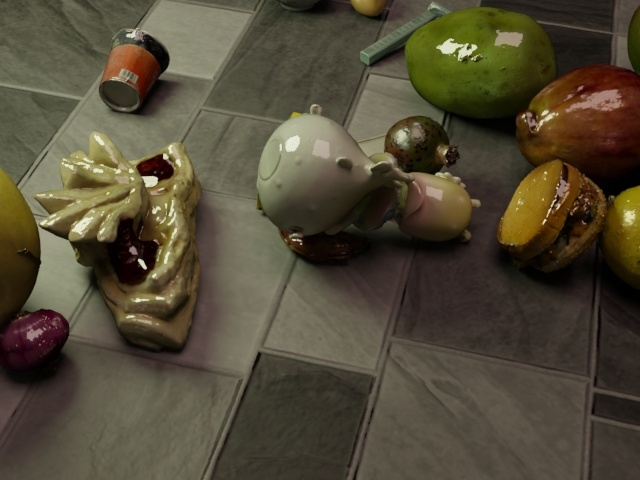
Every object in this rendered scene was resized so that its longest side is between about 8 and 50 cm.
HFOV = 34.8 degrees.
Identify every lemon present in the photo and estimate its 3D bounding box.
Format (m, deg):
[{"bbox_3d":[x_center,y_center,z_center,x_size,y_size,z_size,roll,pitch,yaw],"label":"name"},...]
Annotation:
[{"bbox_3d":[0.544,0.000,1.658,0.173,0.173,0.206,-7,45,-11],"label":"lemon"}]

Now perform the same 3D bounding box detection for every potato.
[{"bbox_3d":[0.314,-0.343,1.988,0.304,0.216,0.216,8,38,38],"label":"potato"}]

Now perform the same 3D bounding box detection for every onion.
[{"bbox_3d":[-0.420,0.152,1.506,0.115,0.115,0.104,-36,99,-35],"label":"onion"}]

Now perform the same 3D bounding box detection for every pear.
[{"bbox_3d":[-0.566,0.010,1.500,0.309,0.309,0.309,1,42,-1],"label":"pear"}]

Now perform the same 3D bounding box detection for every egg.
[{"bbox_3d":[0.110,-0.548,2.308,0.080,0.080,0.096,-21,46,-24],"label":"egg"}]

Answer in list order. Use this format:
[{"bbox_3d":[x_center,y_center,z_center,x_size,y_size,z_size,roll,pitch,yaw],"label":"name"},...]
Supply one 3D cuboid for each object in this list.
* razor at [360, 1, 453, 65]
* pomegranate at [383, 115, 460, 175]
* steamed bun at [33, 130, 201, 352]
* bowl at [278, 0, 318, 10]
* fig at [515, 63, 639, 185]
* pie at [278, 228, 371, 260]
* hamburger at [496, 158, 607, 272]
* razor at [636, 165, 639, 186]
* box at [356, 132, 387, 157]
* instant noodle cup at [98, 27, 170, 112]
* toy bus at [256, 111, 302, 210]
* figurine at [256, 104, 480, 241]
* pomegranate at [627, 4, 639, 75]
[{"bbox_3d":[0.195,-0.453,2.225,0.278,0.056,0.111,-31,53,-32],"label":"razor"},{"bbox_3d":[0.175,-0.166,1.813,0.130,0.130,0.130,1,42,-1],"label":"pomegranate"},{"bbox_3d":[-0.318,-0.036,1.644,0.247,0.189,0.428,-1,43,-2],"label":"steamed bun"},{"bbox_3d":[-0.052,-0.579,2.330,0.189,0.086,0.189,1,41,-1],"label":"bowl"},{"bbox_3d":[0.483,-0.206,1.856,0.263,0.224,0.224,-26,46,0],"label":"fig"},{"bbox_3d":[0.000,0.000,1.732,0.170,0.034,0.092,13,39,11],"label":"pie"},{"bbox_3d":[0.379,-0.030,1.688,0.118,0.191,0.182,34,13,-14],"label":"hamburger"},{"bbox_3d":[0.674,-0.143,1.834,0.204,0.113,0.349,-17,35,27],"label":"razor"},{"bbox_3d":[0.122,-0.122,1.877,0.109,0.029,0.198,-16,47,-20],"label":"box"},{"bbox_3d":[-0.376,-0.329,2.022,0.127,0.127,0.136,9,51,6],"label":"instant noodle cup"},{"bbox_3d":[-0.060,-0.140,1.856,0.074,0.081,0.226,15,40,6],"label":"toy bus"},{"bbox_3d":[0.102,-0.080,1.673,0.394,0.274,0.227,16,81,-24],"label":"figurine"},{"bbox_3d":[0.777,-0.363,2.063,0.309,0.216,0.358,-7,73,-11],"label":"pomegranate"}]
